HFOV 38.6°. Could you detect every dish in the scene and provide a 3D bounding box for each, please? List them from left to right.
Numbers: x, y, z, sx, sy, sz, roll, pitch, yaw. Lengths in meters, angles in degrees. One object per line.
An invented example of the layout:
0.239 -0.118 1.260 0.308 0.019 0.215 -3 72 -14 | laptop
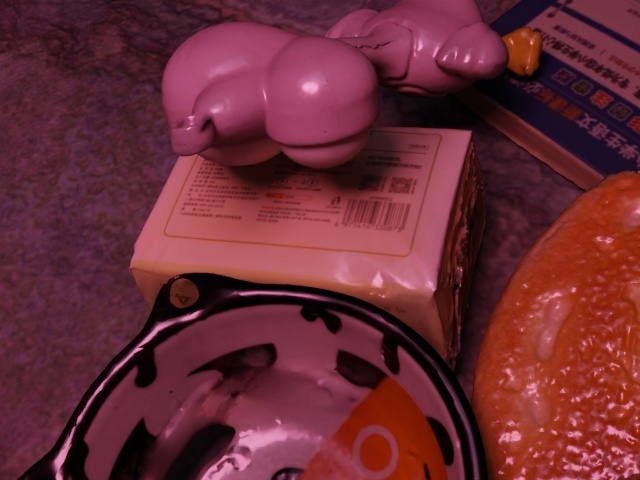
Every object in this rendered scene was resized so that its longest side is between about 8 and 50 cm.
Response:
-0.031 0.172 0.588 0.302 0.120 0.303 -7 58 11 | dish

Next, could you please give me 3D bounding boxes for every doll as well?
0.026 -0.126 0.663 0.160 0.094 0.365 19 34 35 | doll

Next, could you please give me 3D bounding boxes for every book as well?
0.354 -0.195 0.789 0.428 0.039 0.300 -37 54 -11 | book

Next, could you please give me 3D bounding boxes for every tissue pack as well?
0.000 0.000 0.700 0.234 0.125 0.159 4 54 19 | tissue pack

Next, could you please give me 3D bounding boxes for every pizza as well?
0.222 0.083 0.604 0.228 0.081 0.290 9 61 31 | pizza
